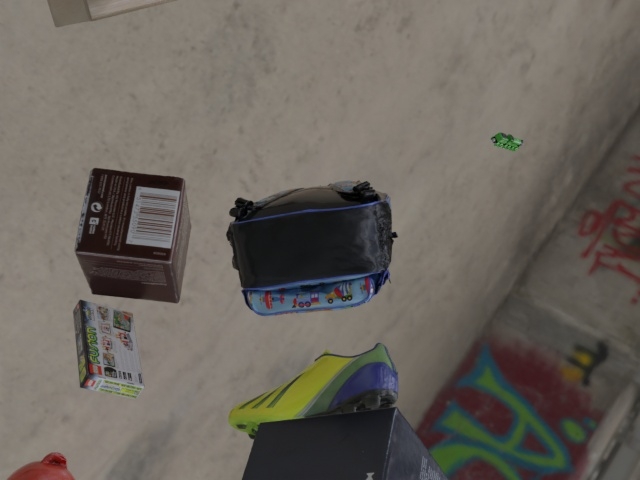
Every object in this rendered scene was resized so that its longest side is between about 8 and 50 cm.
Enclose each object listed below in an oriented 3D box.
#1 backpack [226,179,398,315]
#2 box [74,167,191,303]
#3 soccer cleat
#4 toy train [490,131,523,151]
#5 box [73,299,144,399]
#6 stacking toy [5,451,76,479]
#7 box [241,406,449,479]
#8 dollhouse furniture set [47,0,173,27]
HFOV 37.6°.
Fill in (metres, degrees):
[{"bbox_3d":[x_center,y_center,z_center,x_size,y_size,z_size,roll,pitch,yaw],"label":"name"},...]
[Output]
[{"bbox_3d":[0.000,0.000,0.946,0.173,0.158,0.116,-42,124,-78],"label":"backpack"},{"bbox_3d":[-0.329,-0.004,1.683,0.203,0.167,0.168,100,-5,-65],"label":"box"},{"bbox_3d":[-0.012,0.234,1.449,0.093,0.289,0.121,41,38,-49],"label":"soccer cleat"},{"bbox_3d":[0.291,-0.154,1.458,0.024,0.017,0.083,-35,159,30],"label":"toy train"},{"bbox_3d":[-0.403,0.203,1.778,0.114,0.207,0.036,19,120,-30],"label":"box"},{"bbox_3d":[-0.251,0.393,0.968,0.130,0.279,0.308,-28,120,-19],"label":"stacking toy"},{"bbox_3d":[0.031,0.247,0.903,0.158,0.156,0.093,56,35,-35],"label":"box"},{"bbox_3d":[-0.322,-0.507,1.278,0.362,0.256,0.394,-21,109,-24],"label":"dollhouse furniture set"}]
